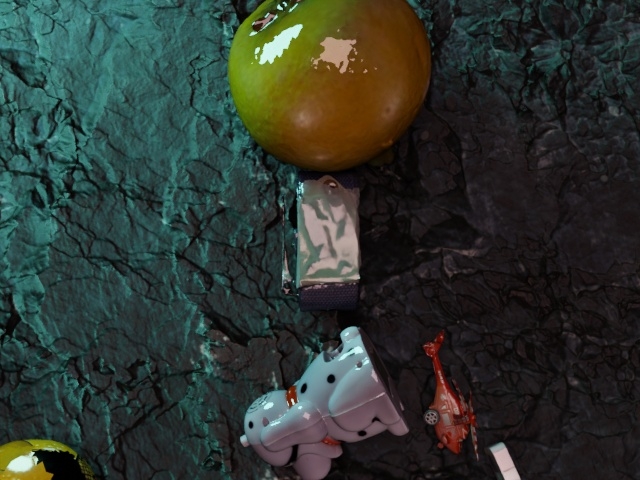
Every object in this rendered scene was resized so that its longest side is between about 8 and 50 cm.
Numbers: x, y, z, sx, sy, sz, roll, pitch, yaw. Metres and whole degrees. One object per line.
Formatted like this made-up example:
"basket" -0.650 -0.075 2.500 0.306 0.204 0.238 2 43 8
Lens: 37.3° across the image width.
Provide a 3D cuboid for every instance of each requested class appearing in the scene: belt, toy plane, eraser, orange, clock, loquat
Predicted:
"belt" 0.000 0.000 1.540 0.126 0.139 0.230 0 80 -3
"toy plane" 0.195 0.249 1.504 0.077 0.126 0.194 -14 118 23
"eraser" 0.297 0.374 1.508 0.026 0.065 0.105 -22 78 -8
"orange" -0.441 0.413 1.426 0.234 0.182 0.234 -3 68 7
"clock" -0.005 0.270 1.480 0.254 0.189 0.189 -33 81 5
"loquat" 0.025 -0.250 1.524 0.328 0.328 0.359 -41 125 -9
